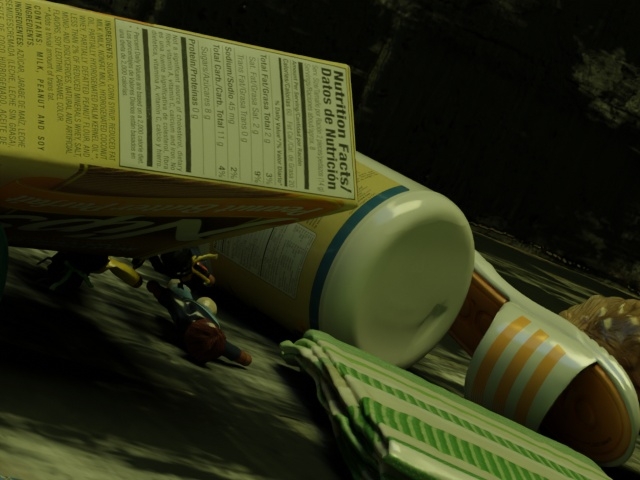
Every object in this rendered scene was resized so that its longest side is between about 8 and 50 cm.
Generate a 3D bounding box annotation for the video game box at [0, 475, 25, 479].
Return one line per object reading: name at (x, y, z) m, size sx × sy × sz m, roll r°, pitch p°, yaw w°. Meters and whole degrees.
video game box at (-0.015, 0.141, 0.550) m, size 0.187 × 0.048 × 0.205 m, roll 22°, pitch 6°, yaw -42°

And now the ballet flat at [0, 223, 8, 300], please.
ballet flat at (-0.206, 0.012, 0.776) m, size 0.086 × 0.086 × 0.248 m, roll 26°, pitch 6°, yaw 6°

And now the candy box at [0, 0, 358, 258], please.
candy box at (-0.154, -0.054, 0.933) m, size 0.183 × 0.087 × 0.316 m, roll -12°, pitch -13°, yaw 44°

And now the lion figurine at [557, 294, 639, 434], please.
lion figurine at (0.347, 0.160, 1.351) m, size 0.240 × 0.142 × 0.392 m, roll 30°, pitch -3°, yaw -41°

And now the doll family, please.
doll family at (-0.117, 0.012, 1.143) m, size 0.193 × 0.076 × 0.111 m, roll 26°, pitch 1°, yaw -15°

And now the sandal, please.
sandal at (0.128, 0.089, 1.376) m, size 0.076 × 0.102 × 0.265 m, roll -21°, pitch 44°, yaw -32°

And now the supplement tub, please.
supplement tub at (0.000, 0.000, 1.366) m, size 0.200 × 0.144 × 0.144 m, roll 30°, pitch 8°, yaw 40°

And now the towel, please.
towel at (0.105, 0.142, 1.101) m, size 0.248 × 0.038 × 0.325 m, roll 25°, pitch 4°, yaw -12°
